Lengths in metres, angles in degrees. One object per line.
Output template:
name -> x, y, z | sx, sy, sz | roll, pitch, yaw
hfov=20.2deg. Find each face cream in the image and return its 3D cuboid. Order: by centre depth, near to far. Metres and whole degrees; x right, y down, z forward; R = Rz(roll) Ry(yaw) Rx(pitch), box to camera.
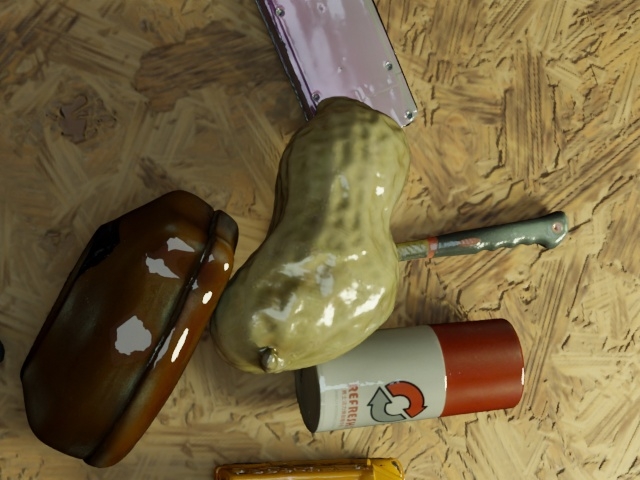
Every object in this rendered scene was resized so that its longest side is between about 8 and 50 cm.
face cream -> 0.088, 0.133, 1.796 | 0.214, 0.096, 0.095 | -5, 89, -15

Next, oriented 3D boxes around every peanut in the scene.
peanut -> 0.006, 0.007, 1.716 | 0.159, 0.143, 0.291 | 31, 66, -18

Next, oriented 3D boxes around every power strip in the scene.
power strip -> 0.004, -0.220, 1.821 | 0.109, 0.037, 0.279 | -24, 94, -13

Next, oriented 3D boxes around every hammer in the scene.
hammer -> 0.119, 0.007, 1.843 | 0.288, 0.033, 0.111 | -8, 90, -15

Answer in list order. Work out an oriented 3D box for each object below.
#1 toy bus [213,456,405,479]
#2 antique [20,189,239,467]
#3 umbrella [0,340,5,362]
toy bus -> -0.004, 0.258, 1.769 | 0.194, 0.088, 0.083 | -1, 87, -14
antique -> -0.184, 0.082, 1.668 | 0.129, 0.223, 0.278 | 29, 114, -9
umbrella -> -0.445, 0.180, 1.669 | 0.337, 0.067, 0.073 | -33, 126, -14
